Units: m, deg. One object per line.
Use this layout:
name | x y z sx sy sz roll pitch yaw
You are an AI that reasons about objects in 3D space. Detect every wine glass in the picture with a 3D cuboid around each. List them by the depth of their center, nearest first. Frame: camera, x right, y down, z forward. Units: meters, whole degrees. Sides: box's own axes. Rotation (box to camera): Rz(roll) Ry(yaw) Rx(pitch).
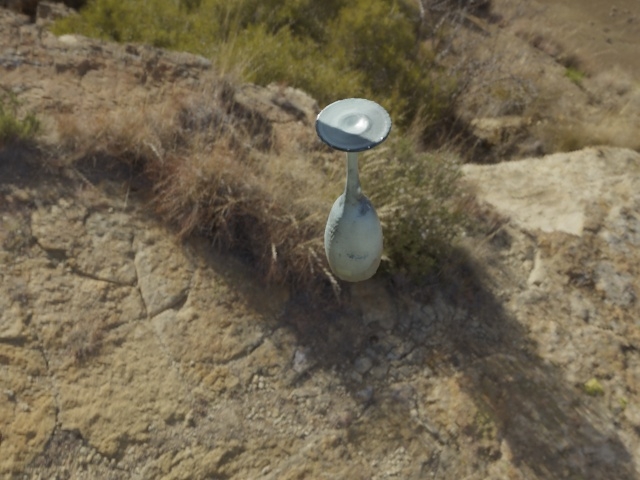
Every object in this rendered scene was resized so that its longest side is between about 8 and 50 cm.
wine glass | 0.000 0.000 0.885 0.096 0.309 0.264 28 59 22

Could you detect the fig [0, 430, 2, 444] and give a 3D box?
fig | -0.513 0.272 0.762 0.224 0.224 0.263 20 59 -8
